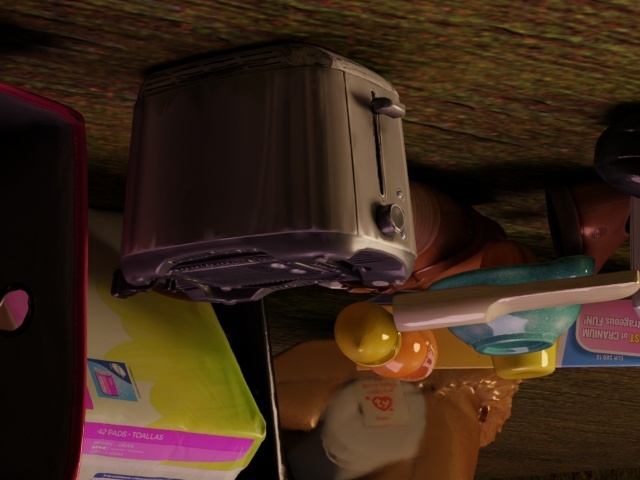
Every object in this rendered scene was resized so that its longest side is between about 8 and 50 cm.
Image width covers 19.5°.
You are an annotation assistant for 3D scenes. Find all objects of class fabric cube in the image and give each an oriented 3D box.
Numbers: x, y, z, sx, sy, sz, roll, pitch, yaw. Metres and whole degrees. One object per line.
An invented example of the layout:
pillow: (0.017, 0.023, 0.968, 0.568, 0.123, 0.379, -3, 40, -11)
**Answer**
fabric cube: (-0.322, 0.033, 1.138, 0.258, 0.254, 0.259, -10, 164, 32)

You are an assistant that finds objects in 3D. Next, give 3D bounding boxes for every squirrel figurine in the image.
squirrel figurine: (0.065, 0.282, 2.227, 0.281, 0.397, 0.370, 38, 144, 20)

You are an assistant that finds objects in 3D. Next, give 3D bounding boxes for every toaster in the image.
toaster: (-0.042, -0.040, 1.239, 0.227, 0.146, 0.129, -8, 164, 35)

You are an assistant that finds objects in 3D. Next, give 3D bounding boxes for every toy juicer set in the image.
toy juicer set: (0.117, 0.046, 1.503, 0.209, 0.089, 0.329, -2, 166, -5)

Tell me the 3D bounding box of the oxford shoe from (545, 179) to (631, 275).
oxford shoe: (0.233, -0.005, 1.573, 0.076, 0.076, 0.212, -17, 169, 2)

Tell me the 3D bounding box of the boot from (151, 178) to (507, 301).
boot: (0.000, 0.000, 1.587, 0.283, 0.109, 0.220, -15, 165, 31)

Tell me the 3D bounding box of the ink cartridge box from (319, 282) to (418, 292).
ink cartridge box: (0.060, 0.024, 1.837, 0.145, 0.045, 0.179, 3, -175, -13)

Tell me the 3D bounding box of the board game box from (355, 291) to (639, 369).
board game box: (0.213, 0.078, 1.828, 0.317, 0.064, 0.242, -2, -177, 16)

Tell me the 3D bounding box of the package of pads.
package of pads: (-0.191, 0.084, 1.571, 0.229, 0.296, 0.101, 10, 125, -34)

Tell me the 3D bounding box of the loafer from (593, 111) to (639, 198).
loafer: (0.307, -0.052, 1.337, 0.223, 0.076, 0.078, 7, 173, -4)

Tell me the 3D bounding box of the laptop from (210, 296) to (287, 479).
laptop: (-0.091, 0.227, 1.987, 0.236, 0.407, 0.382, -5, 178, -44)

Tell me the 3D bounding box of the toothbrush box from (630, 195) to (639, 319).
toothbrush box: (0.406, 0.012, 1.496, 0.296, 0.126, 0.216, 0, 168, 14)
